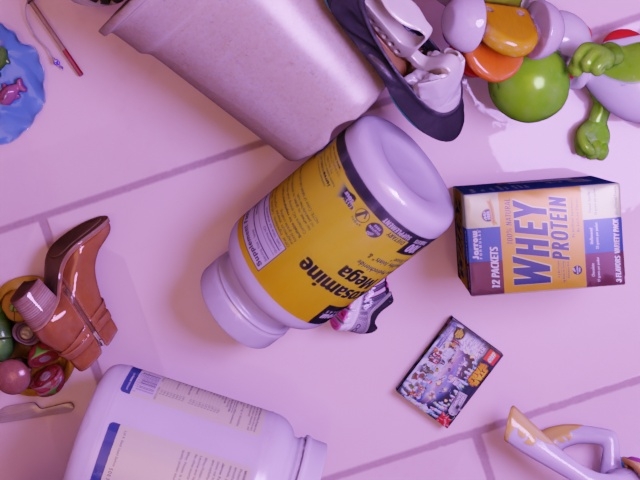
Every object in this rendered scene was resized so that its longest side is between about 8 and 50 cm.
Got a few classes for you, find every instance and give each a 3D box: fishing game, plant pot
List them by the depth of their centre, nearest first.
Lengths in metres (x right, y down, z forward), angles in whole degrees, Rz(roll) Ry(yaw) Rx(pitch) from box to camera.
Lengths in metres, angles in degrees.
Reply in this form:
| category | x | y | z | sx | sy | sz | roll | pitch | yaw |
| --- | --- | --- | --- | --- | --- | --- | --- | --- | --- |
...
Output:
| category | x | y | z | sx | sy | sz | roll | pitch | yaw |
| --- | --- | --- | --- | --- | --- | --- | --- | --- | --- |
| plant pot | -0.063 | -0.284 | 1.628 | 0.334 | 0.334 | 0.305 | -44 | 104 | 5 |
| fishing game | -0.483 | -0.226 | 1.760 | 0.264 | 0.041 | 0.189 | -32 | 97 | 4 |

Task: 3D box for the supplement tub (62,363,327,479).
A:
| category | x | y | z | sx | sy | sz | roll | pitch | yaw |
| --- | --- | --- | --- | --- | --- | --- | --- | --- | --- |
| supplement tub | -0.174 | 0.325 | 1.716 | 0.325 | 0.235 | 0.235 | 19 | 96 | -1 |

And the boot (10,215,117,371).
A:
| category | x | y | z | sx | sy | sz | roll | pitch | yaw |
| --- | --- | --- | --- | --- | --- | --- | --- | --- | --- |
| boot | -0.334 | 0.075 | 1.773 | 0.197 | 0.073 | 0.152 | -51 | 119 | -24 |

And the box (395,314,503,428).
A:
| category | x | y | z | sx | sy | sz | roll | pitch | yaw |
| --- | --- | --- | --- | --- | --- | --- | --- | --- | --- |
| box | 0.187 | 0.191 | 1.798 | 0.094 | 0.027 | 0.137 | 36 | 95 | -4 |

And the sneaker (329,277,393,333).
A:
| category | x | y | z | sx | sy | sz | roll | pitch | yaw |
| --- | --- | --- | --- | --- | --- | --- | --- | --- | --- |
| sneaker | 0.073 | 0.059 | 1.771 | 0.075 | 0.063 | 0.170 | 27 | 78 | -32 |

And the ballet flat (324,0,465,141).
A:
| category | x | y | z | sx | sy | sz | roll | pitch | yaw |
| --- | --- | --- | --- | --- | --- | --- | --- | --- | --- |
| ballet flat | 0.112 | -0.226 | 1.530 | 0.280 | 0.096 | 0.095 | 45 | 62 | -28 |

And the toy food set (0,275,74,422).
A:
| category | x | y | z | sx | sy | sz | roll | pitch | yaw |
| --- | --- | --- | --- | --- | --- | --- | --- | --- | --- |
| toy food set | -0.420 | 0.162 | 1.783 | 0.128 | 0.071 | 0.218 | -2 | 96 | 1 |

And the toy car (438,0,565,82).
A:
| category | x | y | z | sx | sy | sz | roll | pitch | yaw |
| --- | --- | --- | --- | --- | --- | --- | --- | --- | --- |
| toy car | 0.213 | -0.283 | 1.597 | 0.159 | 0.136 | 0.182 | 3 | 54 | -21 |

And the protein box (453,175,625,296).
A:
| category | x | y | z | sx | sy | sz | roll | pitch | yaw |
| --- | --- | --- | --- | --- | --- | --- | --- | --- | --- |
| protein box | 0.291 | -0.011 | 1.689 | 0.201 | 0.200 | 0.136 | -5 | 96 | 2 |

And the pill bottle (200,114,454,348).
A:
| category | x | y | z | sx | sy | sz | roll | pitch | yaw |
| --- | --- | --- | --- | --- | --- | --- | --- | --- | --- |
| pill bottle | 0.000 | 0.000 | 1.672 | 0.334 | 0.188 | 0.188 | -39 | 94 | 25 |

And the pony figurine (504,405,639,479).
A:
| category | x | y | z | sx | sy | sz | roll | pitch | yaw |
| --- | --- | --- | --- | --- | --- | --- | --- | --- | --- |
| pony figurine | 0.412 | 0.424 | 1.723 | 0.363 | 0.303 | 0.351 | 13 | 88 | 15 |

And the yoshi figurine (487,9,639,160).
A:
| category | x | y | z | sx | sy | sz | roll | pitch | yaw |
| --- | --- | --- | --- | --- | --- | --- | --- | --- | --- |
| yoshi figurine | 0.377 | -0.201 | 1.674 | 0.362 | 0.203 | 0.203 | 17 | 106 | 6 |

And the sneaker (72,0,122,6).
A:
| category | x | y | z | sx | sy | sz | roll | pitch | yaw |
| --- | --- | --- | --- | --- | --- | --- | --- | --- | --- |
| sneaker | -0.258 | -0.435 | 1.702 | 0.107 | 0.118 | 0.279 | 47 | 74 | -26 |
